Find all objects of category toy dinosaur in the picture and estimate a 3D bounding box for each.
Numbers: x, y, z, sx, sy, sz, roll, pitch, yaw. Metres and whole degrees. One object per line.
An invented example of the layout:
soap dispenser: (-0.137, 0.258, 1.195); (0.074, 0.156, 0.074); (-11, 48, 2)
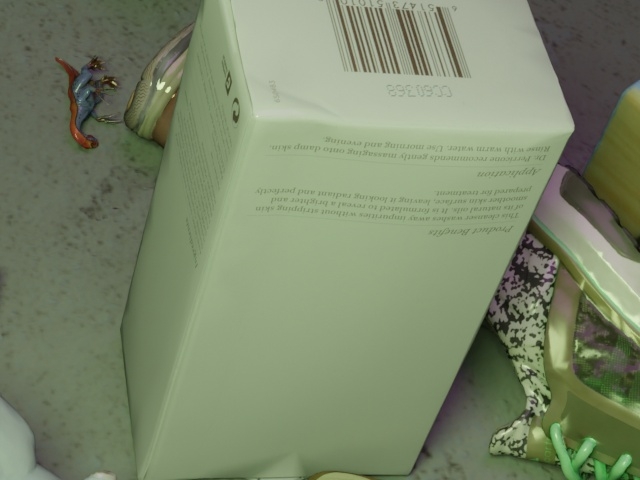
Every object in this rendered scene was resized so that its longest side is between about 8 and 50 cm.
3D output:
toy dinosaur: (-0.197, -0.112, 1.557); (0.090, 0.047, 0.082); (4, 48, 33)

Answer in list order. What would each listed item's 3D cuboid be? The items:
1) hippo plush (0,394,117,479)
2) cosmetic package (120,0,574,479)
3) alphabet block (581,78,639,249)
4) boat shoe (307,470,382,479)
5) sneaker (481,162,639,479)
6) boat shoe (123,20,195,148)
hippo plush: (-0.214, 0.185, 1.107); (0.294, 0.234, 0.236); (50, 38, -1)
cosmetic package: (0.000, 0.000, 1.267); (0.217, 0.385, 0.156); (2, 50, -19)
alphabet block: (0.345, -0.032, 1.536); (0.192, 0.193, 0.197); (-29, 63, -34)
boat shoe: (0.061, 0.205, 1.333); (0.152, 0.056, 0.049); (8, 52, 2)
sneaker: (0.222, 0.139, 1.416); (0.182, 0.158, 0.410); (-34, 64, -2)
boat shoe: (-0.031, -0.161, 1.596); (0.116, 0.123, 0.324); (39, 56, 9)
